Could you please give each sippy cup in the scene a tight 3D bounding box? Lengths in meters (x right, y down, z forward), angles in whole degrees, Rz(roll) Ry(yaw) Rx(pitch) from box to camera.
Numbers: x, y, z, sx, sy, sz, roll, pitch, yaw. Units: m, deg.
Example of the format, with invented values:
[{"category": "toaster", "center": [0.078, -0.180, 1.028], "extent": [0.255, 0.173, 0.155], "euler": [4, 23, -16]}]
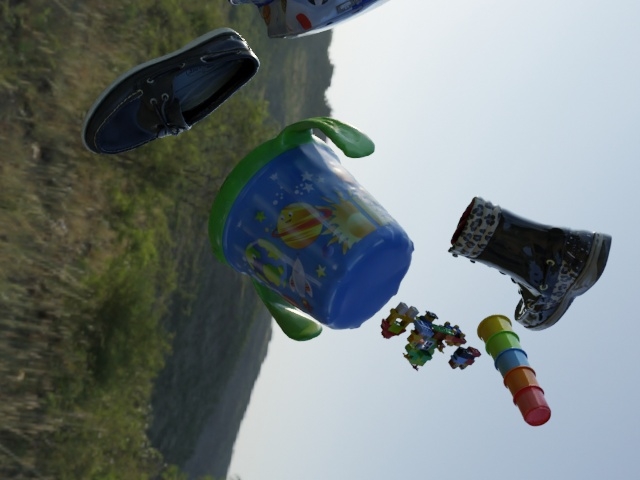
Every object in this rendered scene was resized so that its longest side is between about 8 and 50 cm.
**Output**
[{"category": "sippy cup", "center": [0.000, 0.000, 0.966], "extent": [0.240, 0.224, 0.305], "euler": [-44, 148, -11]}]

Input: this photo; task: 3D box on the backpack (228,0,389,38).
[{"category": "backpack", "center": [0.012, -0.359, 0.793], "extent": [0.213, 0.263, 0.276], "euler": [61, -8, -26]}]

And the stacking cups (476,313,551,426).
[{"category": "stacking cups", "center": [0.465, 0.303, 1.649], "extent": [0.316, 0.096, 0.096], "euler": [-101, -160, -60]}]

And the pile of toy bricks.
[{"category": "pile of toy bricks", "center": [0.208, 0.211, 1.349], "extent": [0.105, 0.212, 0.118], "euler": [-52, -139, 18]}]

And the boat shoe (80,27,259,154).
[{"category": "boat shoe", "center": [-0.249, -0.243, 1.191], "extent": [0.113, 0.340, 0.127], "euler": [42, -24, 35]}]

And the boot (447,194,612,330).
[{"category": "boot", "center": [0.255, 0.031, 0.917], "extent": [0.236, 0.179, 0.085], "euler": [103, 9, -62]}]
